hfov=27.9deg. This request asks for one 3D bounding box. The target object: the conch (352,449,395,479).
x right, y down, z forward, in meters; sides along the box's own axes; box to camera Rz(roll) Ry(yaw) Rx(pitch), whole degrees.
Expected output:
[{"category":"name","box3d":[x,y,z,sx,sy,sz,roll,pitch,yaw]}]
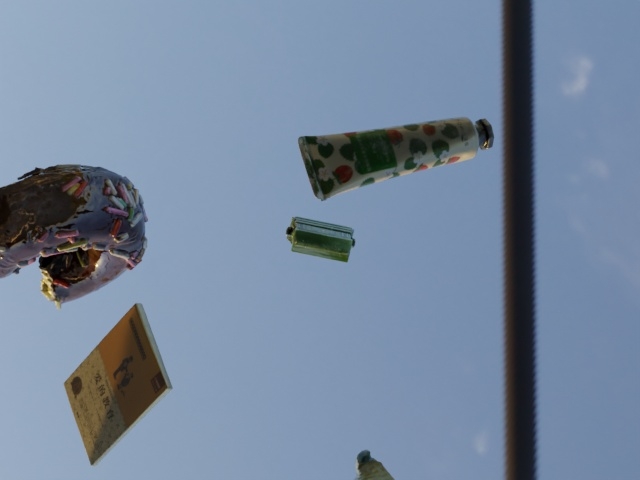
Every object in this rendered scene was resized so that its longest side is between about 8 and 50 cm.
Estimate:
[{"category":"conch","box3d":[0.038,0.380,1.647,0.172,0.131,0.200,27,-48,61]}]

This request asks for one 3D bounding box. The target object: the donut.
[{"category":"donut","box3d":[-0.408,-0.009,2.116,0.259,0.345,0.136,-23,-110,8]}]

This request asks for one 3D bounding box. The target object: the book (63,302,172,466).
[{"category":"book","box3d":[-0.238,0.169,1.499,0.172,0.012,0.118,-46,-124,32]}]

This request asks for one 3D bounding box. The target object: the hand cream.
[{"category":"hand cream","box3d":[0.106,-0.122,1.753,0.059,0.276,0.095,130,-56,-65]}]

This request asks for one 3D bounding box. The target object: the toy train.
[{"category":"toy train","box3d":[0.000,0.000,1.683,0.056,0.093,0.038,-92,-165,-69]}]
